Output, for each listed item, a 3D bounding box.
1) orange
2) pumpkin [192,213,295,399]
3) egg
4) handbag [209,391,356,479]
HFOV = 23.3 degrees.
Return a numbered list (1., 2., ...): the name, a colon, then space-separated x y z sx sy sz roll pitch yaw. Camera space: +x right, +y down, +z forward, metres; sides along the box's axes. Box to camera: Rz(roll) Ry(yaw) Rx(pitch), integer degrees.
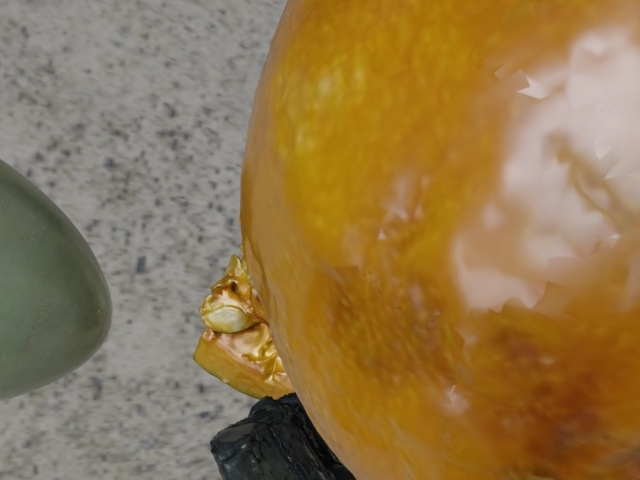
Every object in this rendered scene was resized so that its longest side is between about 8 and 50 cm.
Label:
1. orange: 0.105 -0.014 0.471 0.261 0.261 0.261 -2 85 24
2. pumpkin: 0.001 0.001 1.179 0.139 0.190 0.281 28 90 9
3. egg: -0.308 0.027 1.223 0.295 0.218 0.218 22 97 -15
4. handbag: 0.012 0.182 1.091 0.088 0.270 0.175 -23 88 21
